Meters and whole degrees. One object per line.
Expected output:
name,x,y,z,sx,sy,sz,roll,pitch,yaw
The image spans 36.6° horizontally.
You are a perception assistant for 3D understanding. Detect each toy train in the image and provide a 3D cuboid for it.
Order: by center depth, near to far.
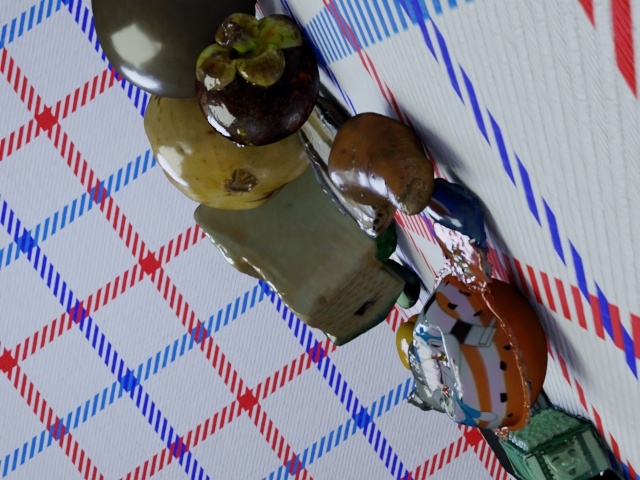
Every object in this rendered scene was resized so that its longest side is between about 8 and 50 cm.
toy train,0.338,0.316,1.330,0.154,0.115,0.269,64,180,5

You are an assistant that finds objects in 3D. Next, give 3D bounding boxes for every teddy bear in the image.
teddy bear,0.258,0.254,1.882,0.144,0.171,0.251,33,162,26

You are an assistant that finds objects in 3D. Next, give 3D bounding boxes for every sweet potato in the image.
sweet potato,0.062,-0.094,1.123,0.112,0.112,0.359,56,177,-8

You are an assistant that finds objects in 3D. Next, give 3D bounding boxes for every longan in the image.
longan,-0.238,-0.377,1.587,0.297,0.297,0.297,56,179,2

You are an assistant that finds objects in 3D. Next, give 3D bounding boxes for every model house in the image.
model house,0.000,0.000,2.071,0.382,0.334,0.342,50,-174,27

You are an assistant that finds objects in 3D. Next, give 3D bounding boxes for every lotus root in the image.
lotus root,0.043,-0.141,1.569,0.167,0.078,0.329,90,156,-44

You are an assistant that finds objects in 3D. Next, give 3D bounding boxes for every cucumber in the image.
cucumber,0.190,0.099,2.240,0.115,0.063,0.244,62,177,-14

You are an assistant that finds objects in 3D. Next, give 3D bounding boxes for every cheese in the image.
cheese,0.175,0.086,1.105,0.217,0.129,0.329,44,151,57

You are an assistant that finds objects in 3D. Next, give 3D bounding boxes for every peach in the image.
peach,0.239,0.236,2.247,0.138,0.138,0.138,56,179,2

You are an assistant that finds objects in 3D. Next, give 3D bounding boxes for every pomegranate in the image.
pomegranate,-0.164,-0.222,1.826,0.332,0.332,0.332,56,179,2

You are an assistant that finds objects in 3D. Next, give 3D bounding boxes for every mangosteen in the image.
mangosteen,-0.097,-0.247,1.427,0.192,0.192,0.217,55,171,21

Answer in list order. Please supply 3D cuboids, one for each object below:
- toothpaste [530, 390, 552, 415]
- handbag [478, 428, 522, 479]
toothpaste,0.330,0.249,1.478,0.233,0.038,0.060,59,175,-23
handbag,0.390,0.398,1.971,0.275,0.088,0.244,59,175,-15
